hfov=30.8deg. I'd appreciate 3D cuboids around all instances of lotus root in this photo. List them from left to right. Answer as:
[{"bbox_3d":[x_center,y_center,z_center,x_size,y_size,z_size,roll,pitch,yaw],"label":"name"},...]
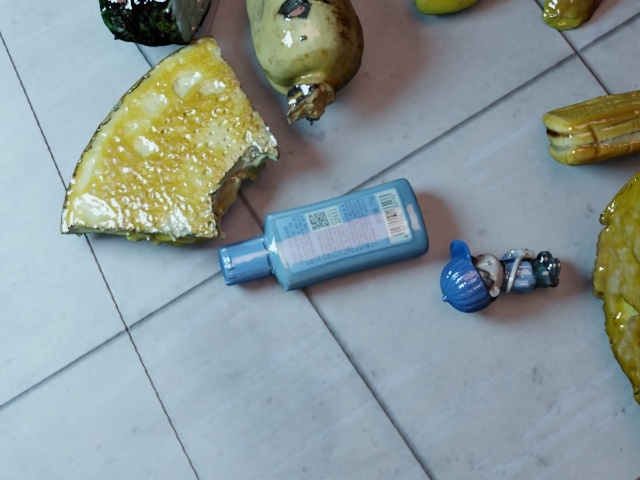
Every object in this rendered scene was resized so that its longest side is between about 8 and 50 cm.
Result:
[{"bbox_3d":[-0.022,-0.276,1.491,0.140,0.154,0.256,-16,71,-3],"label":"lotus root"}]

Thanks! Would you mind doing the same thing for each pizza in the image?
[{"bbox_3d":[-0.174,-0.100,1.462,0.223,0.089,0.323,31,75,12],"label":"pizza"}]

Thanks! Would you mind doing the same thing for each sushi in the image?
[{"bbox_3d":[-0.205,-0.352,1.500,0.127,0.124,0.225,6,56,16],"label":"sushi"}]

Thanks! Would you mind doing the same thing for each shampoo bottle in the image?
[{"bbox_3d":[0.000,0.000,1.456,0.258,0.061,0.103,-15,75,-8],"label":"shampoo bottle"}]

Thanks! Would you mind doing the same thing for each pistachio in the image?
[{"bbox_3d":[0.363,-0.367,1.598,0.089,0.049,0.173,37,74,8],"label":"pistachio"}]

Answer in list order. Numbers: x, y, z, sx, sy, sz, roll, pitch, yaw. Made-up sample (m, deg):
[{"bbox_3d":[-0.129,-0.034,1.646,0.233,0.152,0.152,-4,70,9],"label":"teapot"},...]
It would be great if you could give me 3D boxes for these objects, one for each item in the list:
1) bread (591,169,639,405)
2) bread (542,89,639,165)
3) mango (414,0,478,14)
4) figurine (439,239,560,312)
[{"bbox_3d":[0.480,0.064,1.315,0.215,0.398,0.398,-12,74,-22],"label":"bread"},{"bbox_3d":[0.392,-0.151,1.507,0.200,0.116,0.077,-14,99,-8],"label":"bread"},{"bbox_3d":[0.205,-0.448,1.575,0.177,0.119,0.316,19,86,-15],"label":"mango"},{"bbox_3d":[0.221,0.044,1.458,0.149,0.086,0.087,-2,113,-16],"label":"figurine"}]
